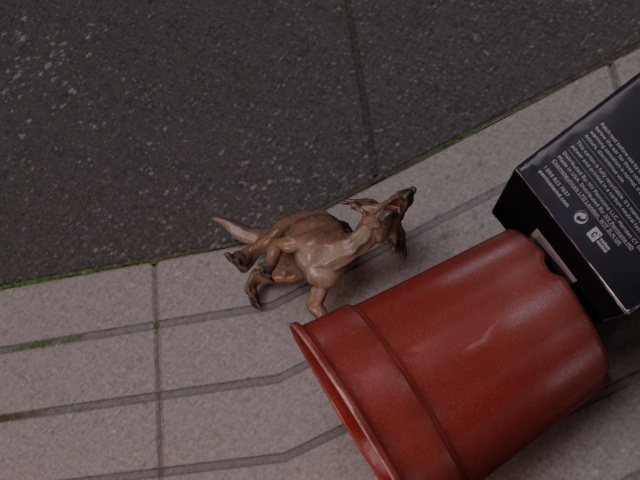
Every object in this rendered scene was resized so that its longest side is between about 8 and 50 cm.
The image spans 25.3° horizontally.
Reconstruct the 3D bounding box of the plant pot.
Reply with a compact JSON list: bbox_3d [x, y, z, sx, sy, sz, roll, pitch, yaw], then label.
[{"bbox_3d":[0.149,0.138,1.541,0.265,0.272,0.272,-31,48,-6],"label":"plant pot"}]

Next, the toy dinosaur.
[{"bbox_3d":[0.000,0.000,1.799,0.200,0.127,0.296,-47,37,-19],"label":"toy dinosaur"}]

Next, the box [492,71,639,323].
[{"bbox_3d":[0.362,-0.076,1.487,0.312,0.343,0.179,-36,84,-1],"label":"box"}]
